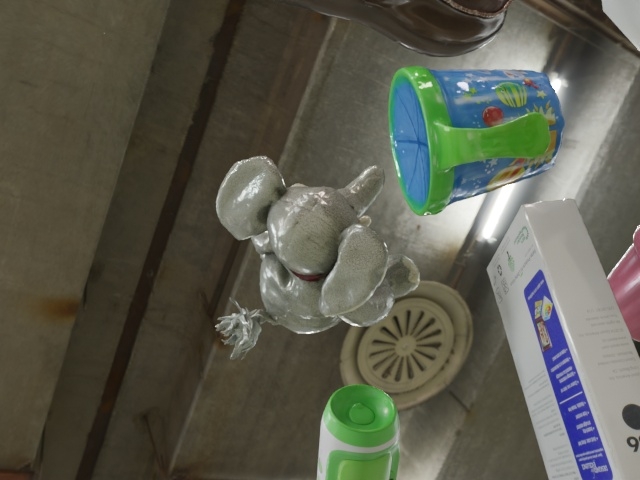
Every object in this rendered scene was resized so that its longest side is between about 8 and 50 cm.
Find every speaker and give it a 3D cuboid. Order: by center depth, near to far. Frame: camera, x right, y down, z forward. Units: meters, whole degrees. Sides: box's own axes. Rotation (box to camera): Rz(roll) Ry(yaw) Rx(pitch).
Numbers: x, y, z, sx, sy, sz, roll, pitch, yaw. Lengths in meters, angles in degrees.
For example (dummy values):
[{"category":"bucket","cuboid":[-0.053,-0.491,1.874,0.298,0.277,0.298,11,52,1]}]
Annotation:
[{"category":"speaker","cuboid":[0.057,0.389,0.890,0.131,0.131,0.297,-6,-63,-20]}]

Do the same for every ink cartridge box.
[{"category":"ink cartridge box","cuboid":[0.258,0.140,0.548,0.065,0.333,0.165,-6,-27,-1]}]

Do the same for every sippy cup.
[{"category":"sippy cup","cuboid":[0.245,-0.171,0.856,0.223,0.306,0.240,-10,-41,-4]}]

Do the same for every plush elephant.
[{"category":"plush elephant","cuboid":[0.000,0.000,0.748,0.330,0.271,0.255,-38,-17,-39]}]

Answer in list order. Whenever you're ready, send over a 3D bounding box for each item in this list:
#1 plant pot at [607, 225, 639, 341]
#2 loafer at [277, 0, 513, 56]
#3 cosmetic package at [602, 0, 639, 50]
[{"category":"plant pot","cuboid":[0.583,0.073,0.902,0.201,0.202,0.180,3,-39,-23]},{"category":"loafer","cuboid":[0.078,-0.279,0.518,0.365,0.134,0.130,-5,-24,-36]},{"category":"cosmetic package","cuboid":[0.424,-0.238,0.521,0.156,0.385,0.217,-26,-36,20]}]
